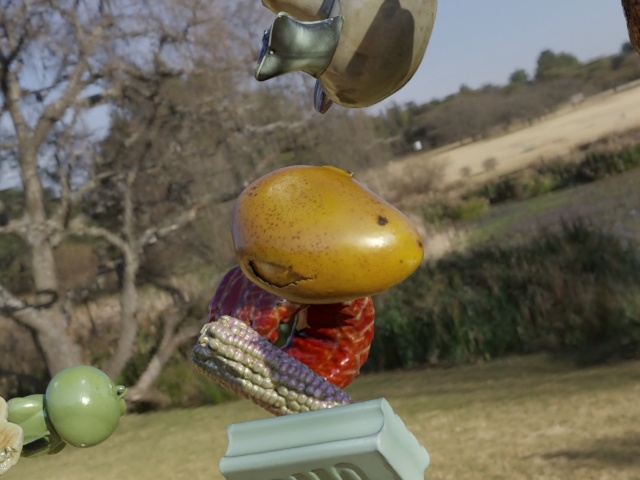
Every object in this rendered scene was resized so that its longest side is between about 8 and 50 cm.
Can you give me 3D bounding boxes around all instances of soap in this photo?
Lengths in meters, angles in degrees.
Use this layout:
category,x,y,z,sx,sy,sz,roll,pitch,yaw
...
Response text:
category,x,y,z,sx,sy,sz,roll,pitch,yaw
soap,0.005,0.321,1.478,0.265,0.160,0.088,-14,42,27

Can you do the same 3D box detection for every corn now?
category,x,y,z,sx,sy,sz,roll,pitch,yaw
corn,-0.087,0.263,1.905,0.127,0.335,0.126,-57,-5,-8

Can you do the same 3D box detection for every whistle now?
category,x,y,z,sx,sy,sz,roll,pitch,yaw
whistle,-0.443,0.280,1.650,0.294,0.141,0.141,-13,1,17

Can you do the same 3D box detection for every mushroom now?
category,x,y,z,sx,sy,sz,roll,pitch,yaw
mushroom,0.042,-0.372,1.701,0.290,0.298,0.297,18,-1,-1

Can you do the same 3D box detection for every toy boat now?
category,x,y,z,sx,sy,sz,roll,pitch,yaw
toy boat,0.037,-0.367,2.236,0.080,0.046,0.229,12,-52,-24

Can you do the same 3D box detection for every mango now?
category,x,y,z,sx,sy,sz,roll,pitch,yaw
mango,0.000,0.000,1.410,0.290,0.160,0.191,12,44,26

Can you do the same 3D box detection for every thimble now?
category,x,y,z,sx,sy,sz,roll,pitch,yaw
thimble,-0.070,0.202,2.244,0.350,0.350,0.230,-18,25,-38

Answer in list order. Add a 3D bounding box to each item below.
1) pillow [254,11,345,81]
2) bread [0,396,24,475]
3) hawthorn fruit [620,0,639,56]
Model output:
category,x,y,z,sx,sy,sz,roll,pitch,yaw
pillow,-0.026,-0.250,1.325,0.055,0.091,0.135,13,14,43
bread,-0.516,0.287,1.328,0.250,0.039,0.181,-33,46,-24
hawthorn fruit,0.433,-0.302,1.131,0.224,0.224,0.261,-18,-35,23
